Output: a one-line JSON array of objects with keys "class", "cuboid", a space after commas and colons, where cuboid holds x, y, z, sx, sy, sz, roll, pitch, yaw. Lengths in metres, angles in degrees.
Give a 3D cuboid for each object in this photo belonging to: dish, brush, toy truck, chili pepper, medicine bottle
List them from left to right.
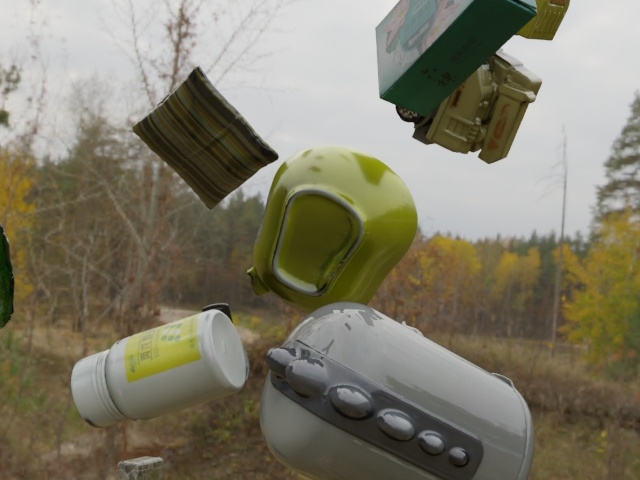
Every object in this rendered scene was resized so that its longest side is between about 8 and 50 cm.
[{"class": "chili pepper", "cuboid": [-0.514, 0.047, 1.144, 0.062, 0.216, 0.108, -15, 47, -46]}, {"class": "medicine bottle", "cuboid": [-0.262, 0.215, 1.223, 0.258, 0.143, 0.143, -20, -9, 12]}, {"class": "brush", "cuboid": [-0.216, 0.233, 1.686, 0.063, 0.193, 0.016, -10, 18, 9]}, {"class": "dish", "cuboid": [0.000, 0.000, 1.034, 0.221, 0.262, 0.108, 28, 15, 10]}, {"class": "toy truck", "cuboid": [0.324, -0.357, 1.460, 0.254, 0.405, 0.181, 34, 29, 24]}]

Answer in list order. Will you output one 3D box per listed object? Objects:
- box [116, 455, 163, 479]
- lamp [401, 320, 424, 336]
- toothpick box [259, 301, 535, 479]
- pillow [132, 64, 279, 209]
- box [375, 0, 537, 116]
[{"class": "box", "cuboid": [-0.322, 0.421, 1.338, 0.045, 0.062, 0.098, 1, -12, 16]}, {"class": "lamp", "cuboid": [0.123, 0.239, 1.434, 0.223, 0.151, 0.215, -20, -39, -9]}, {"class": "toothpick box", "cuboid": [0.073, 0.200, 0.856, 0.316, 0.229, 0.229, 31, -14, -22]}, {"class": "pillow", "cuboid": [-0.205, -0.172, 1.314, 0.212, 0.208, 0.052, -31, 17, 38]}, {"class": "box", "cuboid": [0.183, -0.315, 1.077, 0.092, 0.153, 0.245, 17, -36, -25]}]
